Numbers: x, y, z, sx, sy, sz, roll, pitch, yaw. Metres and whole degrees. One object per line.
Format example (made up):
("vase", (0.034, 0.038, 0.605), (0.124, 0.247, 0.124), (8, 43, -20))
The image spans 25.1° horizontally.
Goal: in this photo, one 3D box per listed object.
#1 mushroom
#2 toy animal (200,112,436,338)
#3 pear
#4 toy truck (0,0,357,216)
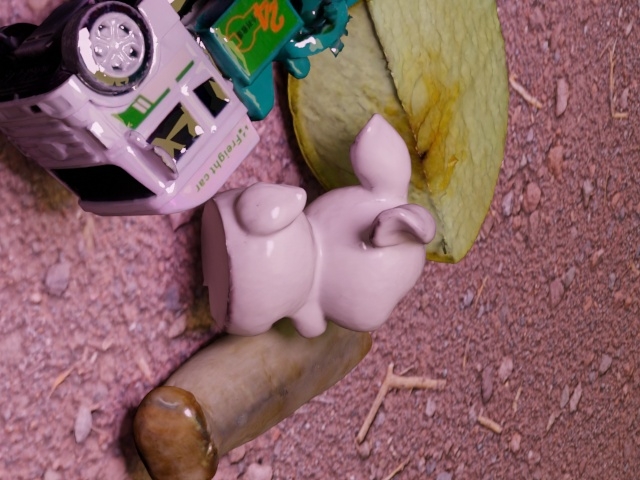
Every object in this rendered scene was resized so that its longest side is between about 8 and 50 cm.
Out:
("mushroom", (-0.056, 0.121, 1.286), (0.312, 0.081, 0.100), (-31, 129, -51))
("toy animal", (-0.004, -0.001, 1.202), (0.193, 0.127, 0.178), (-11, 143, -9))
("pear", (0.081, -0.154, 1.323), (0.239, 0.139, 0.288), (-49, 130, -38))
("toy truck", (-0.073, -0.174, 1.032), (0.363, 0.176, 0.178), (-49, 117, -28))
